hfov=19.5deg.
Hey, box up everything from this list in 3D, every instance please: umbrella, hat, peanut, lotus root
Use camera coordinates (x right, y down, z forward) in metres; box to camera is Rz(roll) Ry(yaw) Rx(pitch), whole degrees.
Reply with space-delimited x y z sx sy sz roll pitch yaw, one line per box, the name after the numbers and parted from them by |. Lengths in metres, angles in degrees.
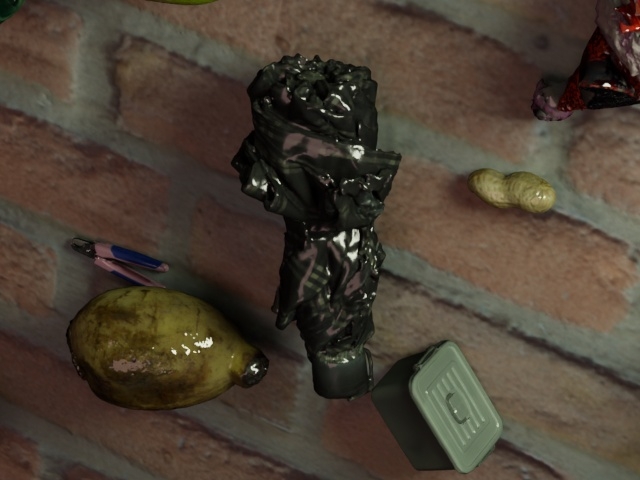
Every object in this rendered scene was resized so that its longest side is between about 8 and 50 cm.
-0.012 -0.004 1.706 0.154 0.128 0.336 19 123 20 | umbrella
0.236 -0.144 1.499 0.129 0.140 0.227 55 143 1 | hat
0.169 -0.043 1.649 0.083 0.037 0.037 8 123 22 | peanut
-0.153 0.112 1.876 0.214 0.138 0.138 8 124 10 | lotus root

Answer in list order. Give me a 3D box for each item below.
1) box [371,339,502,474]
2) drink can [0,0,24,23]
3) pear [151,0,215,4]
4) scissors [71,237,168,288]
0.109 0.163 1.791 0.069 0.084 0.122 -15 111 46 | box
-0.372 -0.281 1.745 0.205 0.118 0.118 23 128 14 | drink can
-0.124 -0.285 1.570 0.220 0.187 0.187 -11 115 48 | pear
-0.207 0.021 1.917 0.113 0.012 0.039 22 128 16 | scissors
